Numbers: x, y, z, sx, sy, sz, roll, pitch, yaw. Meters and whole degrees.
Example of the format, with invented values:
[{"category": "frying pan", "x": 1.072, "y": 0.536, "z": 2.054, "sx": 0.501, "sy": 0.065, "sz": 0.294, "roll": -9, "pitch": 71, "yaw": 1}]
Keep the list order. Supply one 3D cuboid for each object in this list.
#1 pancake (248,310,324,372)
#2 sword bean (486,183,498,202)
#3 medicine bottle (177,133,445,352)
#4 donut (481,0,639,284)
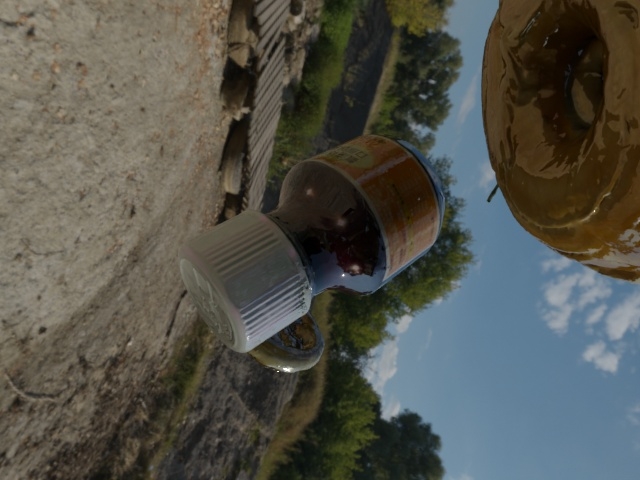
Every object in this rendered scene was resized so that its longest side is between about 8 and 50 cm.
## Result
[{"category": "pancake", "x": -0.145, "y": 0.158, "z": 1.021, "sx": 0.071, "sy": 0.382, "sz": 0.382, "roll": -47, "pitch": -172, "yaw": 15}, {"category": "sword bean", "x": 0.390, "y": -0.119, "z": 0.889, "sx": 0.012, "sy": 0.012, "sz": 0.083, "roll": -73, "pitch": -173, "yaw": -59}, {"category": "medicine bottle", "x": 0.000, "y": 0.000, "z": 0.617, "sx": 0.395, "sy": 0.242, "sz": 0.243, "roll": -35, "pitch": 159, "yaw": -34}, {"category": "donut", "x": 0.334, "y": -0.168, "z": 0.444, "sx": 0.449, "sy": 0.197, "sz": 0.450, "roll": 173, "pitch": -90, "yaw": -86}]
